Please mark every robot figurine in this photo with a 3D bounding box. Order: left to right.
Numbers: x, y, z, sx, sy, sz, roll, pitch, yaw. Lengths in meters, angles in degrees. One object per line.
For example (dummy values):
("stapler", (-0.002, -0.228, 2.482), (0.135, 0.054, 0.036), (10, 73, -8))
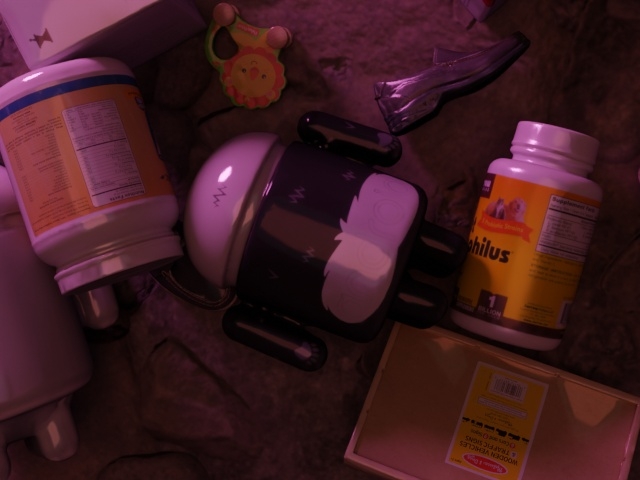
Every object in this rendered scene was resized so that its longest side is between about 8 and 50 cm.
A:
("robot figurine", (-0.357, 0.067, 1.010), (0.300, 0.200, 0.353), (-18, 91, -32))
("robot figurine", (0.001, -0.001, 0.996), (0.278, 0.209, 0.173), (20, 131, 3))

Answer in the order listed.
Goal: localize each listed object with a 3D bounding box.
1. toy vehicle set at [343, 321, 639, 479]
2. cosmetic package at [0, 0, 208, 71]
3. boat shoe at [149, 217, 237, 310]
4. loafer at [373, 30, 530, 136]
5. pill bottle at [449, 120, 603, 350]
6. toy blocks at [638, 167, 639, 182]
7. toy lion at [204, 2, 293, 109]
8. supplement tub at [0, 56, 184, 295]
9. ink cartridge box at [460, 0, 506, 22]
("toy vehicle set", (0.175, 0.194, 1.002), (0.267, 0.035, 0.166), (19, 66, 11))
("cosmetic package", (-0.225, -0.256, 0.992), (0.151, 0.184, 0.151), (-26, 91, 6))
("boat shoe", (-0.173, 0.002, 1.060), (0.206, 0.065, 0.075), (44, 95, 1))
("loafer", (0.134, -0.175, 1.030), (0.170, 0.062, 0.061), (-30, 85, 4))
("pill bottle", (0.211, -0.006, 1.002), (0.117, 0.117, 0.215), (15, 94, 4))
("toy blocks", (0.480, -0.070, 0.906), (0.288, 0.260, 0.309), (39, 95, 1))
("toy lion", (-0.079, -0.192, 1.063), (0.100, 0.034, 0.096), (24, 102, 3))
("supplement tub", (-0.221, -0.060, 0.958), (0.144, 0.144, 0.199), (-19, 88, 5))
("ink cartridge box", (0.115, -0.361, 0.953), (0.114, 0.197, 0.273), (-41, 89, 5))
